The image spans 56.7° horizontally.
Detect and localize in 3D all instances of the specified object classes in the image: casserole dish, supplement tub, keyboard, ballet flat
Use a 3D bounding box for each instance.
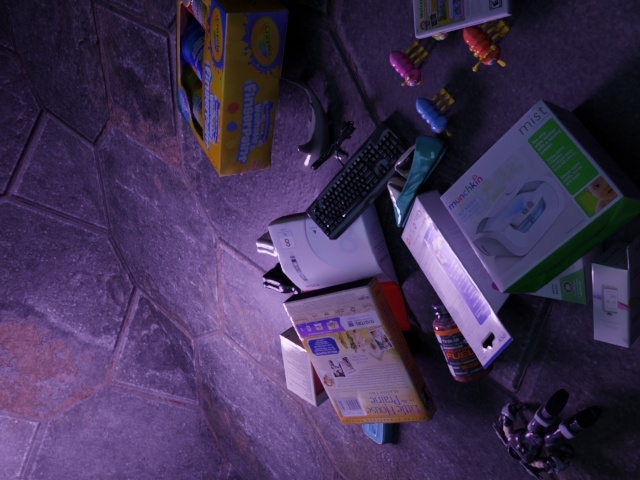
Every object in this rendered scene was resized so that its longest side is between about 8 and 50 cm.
[{"bbox_3d":[0.178,0.581,1.900,0.114,0.037,0.188,27,133,38],"label":"casserole dish"},{"bbox_3d":[0.336,0.234,1.431,0.106,0.106,0.197,-14,102,53],"label":"supplement tub"},{"bbox_3d":[0.065,-0.168,1.461,0.317,0.033,0.201,-48,69,28],"label":"keyboard"},{"bbox_3d":[0.204,-0.141,1.359,0.087,0.083,0.247,28,130,7],"label":"ballet flat"}]

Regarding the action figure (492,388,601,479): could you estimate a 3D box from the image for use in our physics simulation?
[{"bbox_3d":[0.514,0.448,1.375,0.185,0.099,0.285,40,143,15],"label":"action figure"}]

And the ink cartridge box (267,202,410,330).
[{"bbox_3d":[0.050,0.099,1.630,0.308,0.091,0.385,-10,104,34],"label":"ink cartridge box"}]

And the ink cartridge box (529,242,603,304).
[{"bbox_3d":[0.441,0.026,1.186,0.212,0.093,0.154,11,121,49],"label":"ink cartridge box"}]

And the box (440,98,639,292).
[{"bbox_3d":[0.388,-0.072,1.056,0.262,0.127,0.231,-47,55,34],"label":"box"}]

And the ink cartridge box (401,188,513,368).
[{"bbox_3d":[0.305,0.081,1.297,0.175,0.069,0.371,99,149,-58],"label":"ink cartridge box"}]

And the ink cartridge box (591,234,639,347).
[{"bbox_3d":[0.548,0.077,1.072,0.067,0.115,0.198,12,121,46],"label":"ink cartridge box"}]

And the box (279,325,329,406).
[{"bbox_3d":[-0.029,0.399,1.952,0.149,0.127,0.232,21,128,41],"label":"box"}]

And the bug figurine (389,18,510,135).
[{"bbox_3d":[0.240,-0.354,1.195,0.216,0.072,0.279,50,142,15],"label":"bug figurine"}]

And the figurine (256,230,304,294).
[{"bbox_3d":[-0.094,0.079,1.849,0.209,0.092,0.214,19,126,43],"label":"figurine"}]

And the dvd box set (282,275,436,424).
[{"bbox_3d":[0.106,0.318,1.643,0.308,0.062,0.420,-17,104,39],"label":"dvd box set"}]

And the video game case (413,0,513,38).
[{"bbox_3d":[0.251,-0.495,1.075,0.193,0.023,0.212,1,99,43],"label":"video game case"}]

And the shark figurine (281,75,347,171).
[{"bbox_3d":[-0.030,-0.285,1.528,0.166,0.116,0.278,22,130,39],"label":"shark figurine"}]

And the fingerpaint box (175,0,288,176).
[{"bbox_3d":[-0.254,-0.459,1.558,0.371,0.163,0.444,55,147,37],"label":"fingerpaint box"}]
